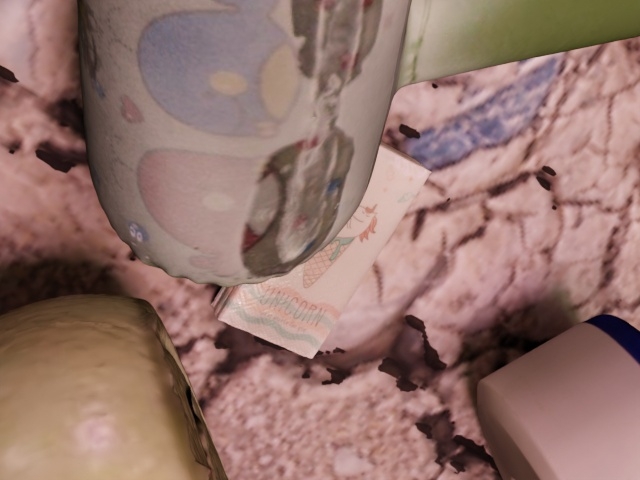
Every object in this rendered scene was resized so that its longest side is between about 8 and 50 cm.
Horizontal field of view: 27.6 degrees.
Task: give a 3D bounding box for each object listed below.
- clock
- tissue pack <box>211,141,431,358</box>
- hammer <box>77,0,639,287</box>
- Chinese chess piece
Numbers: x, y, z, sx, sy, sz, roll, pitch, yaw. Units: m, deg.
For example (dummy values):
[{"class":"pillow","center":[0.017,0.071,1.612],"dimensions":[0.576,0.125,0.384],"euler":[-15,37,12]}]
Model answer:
[{"class":"clock","center":[0.156,0.151,0.613],"dimensions":[0.083,0.230,0.230],"euler":[-26,121,-1]},{"class":"tissue pack","center":[0.000,0.000,0.601],"dimensions":[0.056,0.023,0.108],"euler":[24,104,-27]},{"class":"hammer","center":[0.071,-0.102,0.507],"dimensions":[0.336,0.119,0.206],"euler":[-14,145,-21]},{"class":"Chinese chess piece","center":[-0.074,0.143,0.512],"dimensions":[0.101,0.250,0.250],"euler":[-20,120,-6]}]
